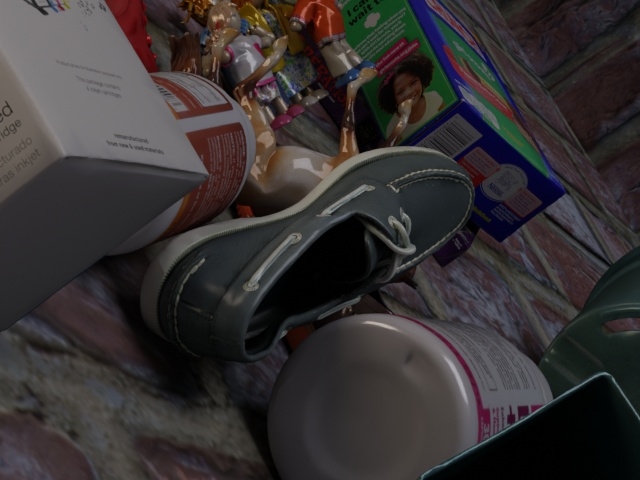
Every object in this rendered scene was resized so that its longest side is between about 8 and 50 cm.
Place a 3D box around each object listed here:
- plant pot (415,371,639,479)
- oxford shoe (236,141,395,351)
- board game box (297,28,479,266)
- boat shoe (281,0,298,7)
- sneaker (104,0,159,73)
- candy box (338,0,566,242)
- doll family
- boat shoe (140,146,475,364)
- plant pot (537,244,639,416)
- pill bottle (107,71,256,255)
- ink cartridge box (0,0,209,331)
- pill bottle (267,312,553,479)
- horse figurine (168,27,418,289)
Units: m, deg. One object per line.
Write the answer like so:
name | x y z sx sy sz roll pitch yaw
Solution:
plant pot | 0.112 0.227 0.965 0.165 0.234 0.166 -24 74 -34
oxford shoe | 0.000 0.000 1.353 0.097 0.098 0.271 33 27 -50
board game box | 0.083 -0.137 1.939 0.347 0.056 0.208 53 13 -3
boat shoe | -0.068 -0.405 1.995 0.224 0.073 0.080 55 17 3
sneaker | -0.173 -0.167 1.279 0.128 0.087 0.221 55 27 -29
candy box | 0.150 -0.191 1.934 0.268 0.122 0.317 34 24 -47
doll family | -0.069 -0.199 1.584 0.163 0.118 0.263 59 34 -6
boat shoe | 0.019 0.015 1.133 0.319 0.116 0.099 -21 32 -39
plant pot | 0.418 0.172 1.808 0.341 0.341 0.334 57 25 10
pill bottle | -0.121 -0.062 1.110 0.121 0.121 0.216 55 17 3
ink cartridge box | -0.213 -0.086 0.826 0.233 0.171 0.168 57 17 12
pill bottle | 0.086 0.141 1.204 0.160 0.160 0.283 59 18 16
horse figurine | -0.023 -0.077 1.265 0.263 0.066 0.175 21 72 -18
